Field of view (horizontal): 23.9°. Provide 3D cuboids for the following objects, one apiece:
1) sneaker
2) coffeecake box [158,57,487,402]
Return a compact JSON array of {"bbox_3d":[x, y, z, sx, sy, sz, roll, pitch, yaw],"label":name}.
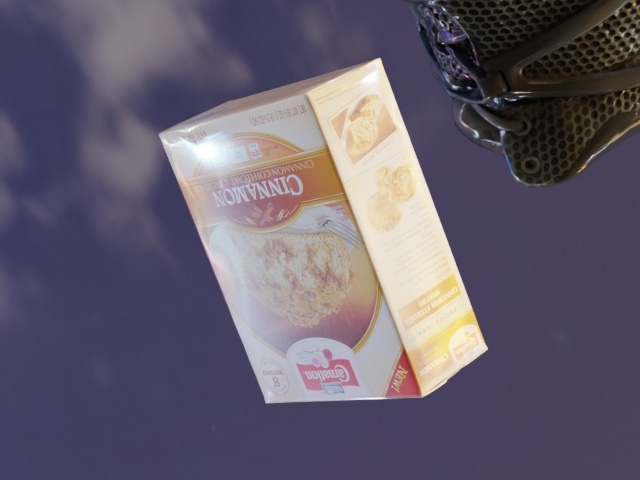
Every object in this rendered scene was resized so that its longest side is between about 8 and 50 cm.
[{"bbox_3d":[0.044,-0.082,0.484,0.228,0.087,0.130,6,-59,-30],"label":"sneaker"},{"bbox_3d":[0.000,0.000,0.905,0.142,0.068,0.185,-10,-74,48],"label":"coffeecake box"}]
